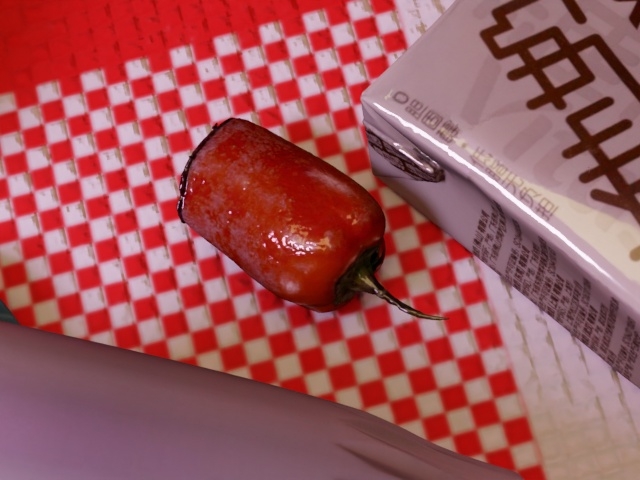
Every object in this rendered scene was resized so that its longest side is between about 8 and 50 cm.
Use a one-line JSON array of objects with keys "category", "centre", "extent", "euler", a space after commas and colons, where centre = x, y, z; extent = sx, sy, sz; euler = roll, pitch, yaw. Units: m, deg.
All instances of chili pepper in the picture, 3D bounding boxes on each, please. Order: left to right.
[{"category": "chili pepper", "centre": [0.000, 0.000, 1.019], "extent": [0.192, 0.084, 0.086], "euler": [33, 91, 21]}]

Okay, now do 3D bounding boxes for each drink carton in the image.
[{"category": "drink carton", "centre": [0.208, -0.033, 0.990], "extent": [0.324, 0.132, 0.194], "euler": [39, 75, 19]}]

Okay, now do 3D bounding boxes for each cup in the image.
[{"category": "cup", "centre": [-0.092, 0.185, 0.841], "extent": [0.371, 0.253, 0.253], "euler": [12, 69, -5]}]

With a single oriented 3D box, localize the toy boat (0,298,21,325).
[{"category": "toy boat", "centre": [-0.241, 0.074, 1.017], "extent": [0.110, 0.091, 0.175], "euler": [-44, 65, 17]}]
